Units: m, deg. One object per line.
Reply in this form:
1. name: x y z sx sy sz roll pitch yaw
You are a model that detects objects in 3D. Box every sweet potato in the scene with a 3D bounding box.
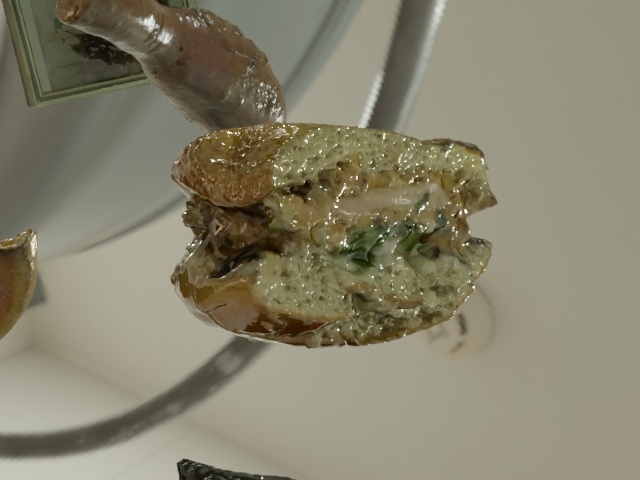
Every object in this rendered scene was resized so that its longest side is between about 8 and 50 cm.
1. sweet potato: -0.135 -0.186 1.418 0.109 0.385 0.109 -10 -112 25

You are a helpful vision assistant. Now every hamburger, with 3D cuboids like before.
1. hamburger: 0.000 0.000 0.952 0.157 0.283 0.144 -5 -94 36

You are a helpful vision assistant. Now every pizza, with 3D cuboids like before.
1. pizza: -0.307 0.036 1.177 0.131 0.041 0.178 23 -53 -10

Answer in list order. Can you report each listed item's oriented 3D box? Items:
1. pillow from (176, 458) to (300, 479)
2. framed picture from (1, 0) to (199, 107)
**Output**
1. pillow: 0.044 0.291 0.973 0.101 0.326 0.228 148 -48 -79
2. framed picture: -0.241 -0.278 1.532 0.017 0.217 0.274 -112 -169 -54
